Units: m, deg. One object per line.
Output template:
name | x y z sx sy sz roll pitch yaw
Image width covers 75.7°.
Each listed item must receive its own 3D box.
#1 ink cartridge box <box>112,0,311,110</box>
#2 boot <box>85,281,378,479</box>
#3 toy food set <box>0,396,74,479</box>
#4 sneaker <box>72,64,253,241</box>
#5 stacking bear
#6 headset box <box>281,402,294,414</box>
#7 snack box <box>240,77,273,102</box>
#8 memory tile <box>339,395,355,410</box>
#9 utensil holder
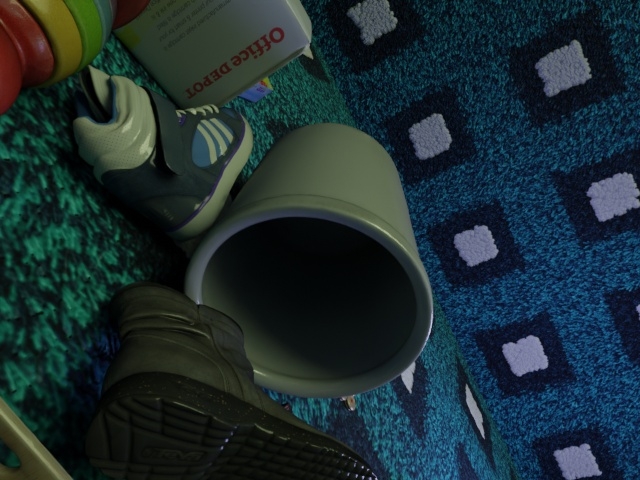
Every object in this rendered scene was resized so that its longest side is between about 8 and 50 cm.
ink cartridge box | -0.229 -0.446 0.693 0.384 0.279 0.160 51 25 -34
boot | -0.082 0.175 0.470 0.338 0.118 0.222 45 3 -28
toy food set | -0.270 0.193 0.172 0.219 0.093 0.306 61 21 -14
sneaker | -0.227 -0.179 0.613 0.236 0.130 0.322 54 29 -38
stacking bear | -0.320 -0.233 0.425 0.175 0.164 0.288 30 48 -24
headset box | -0.062 0.296 0.635 0.062 0.032 0.083 -3 69 -68
snack box | -0.220 -0.464 1.016 0.207 0.070 0.174 65 22 2
memory tile | 0.054 0.297 0.933 0.113 0.012 0.148 57 23 -23
utensil holder | 0.000 0.000 0.696 0.327 0.328 0.385 56 22 -24
